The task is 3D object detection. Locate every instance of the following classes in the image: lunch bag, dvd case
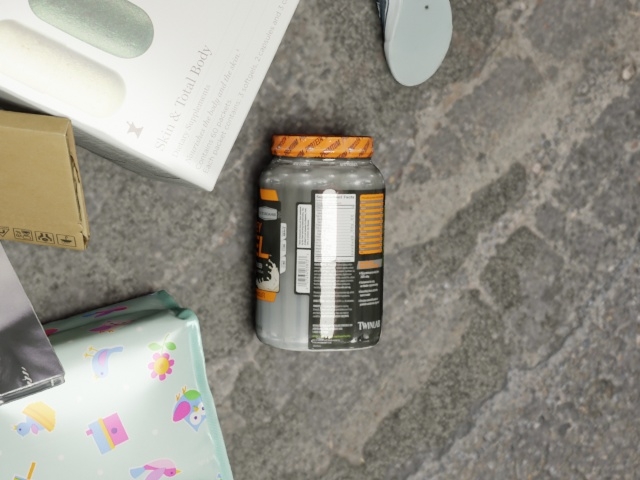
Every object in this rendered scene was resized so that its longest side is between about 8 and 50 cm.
[{"bbox_3d":[-0.192,0.201,1.602,0.223,0.160,0.262,-14,102,-16],"label":"lunch bag"},{"bbox_3d":[-0.324,0.061,1.530,0.164,0.221,0.018,-19,141,-18],"label":"dvd case"}]

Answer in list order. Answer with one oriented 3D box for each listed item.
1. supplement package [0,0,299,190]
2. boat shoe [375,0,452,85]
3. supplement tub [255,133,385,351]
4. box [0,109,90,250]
[{"bbox_3d":[-0.190,-0.187,1.549,0.263,0.198,0.199,26,86,-20],"label":"supplement package"},{"bbox_3d":[0.076,-0.238,1.721,0.065,0.083,0.183,-15,126,-18],"label":"boat shoe"},{"bbox_3d":[0.000,0.000,1.680,0.117,0.117,0.190,0,94,-21],"label":"supplement tub"},{"bbox_3d":[-0.293,-0.056,1.513,0.201,0.164,0.021,8,56,5],"label":"box"}]
